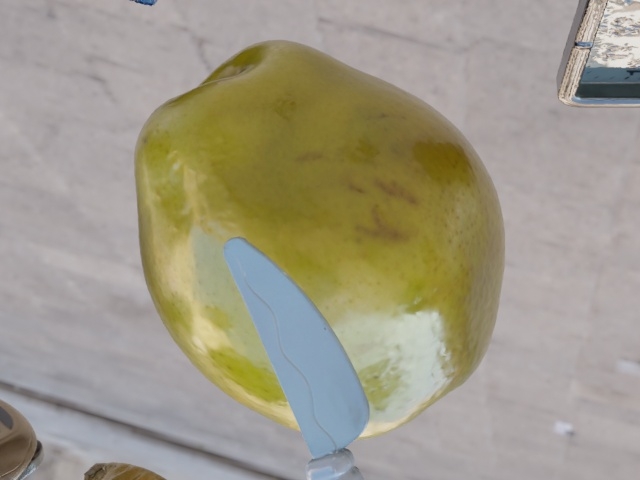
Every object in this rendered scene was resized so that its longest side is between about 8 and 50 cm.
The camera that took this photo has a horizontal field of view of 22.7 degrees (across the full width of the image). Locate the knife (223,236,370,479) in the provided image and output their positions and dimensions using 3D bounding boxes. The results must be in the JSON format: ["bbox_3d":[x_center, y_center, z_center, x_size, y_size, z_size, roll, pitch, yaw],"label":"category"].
[{"bbox_3d":[0.006,0.147,1.279,0.080,0.331,0.044,-15,-172,27],"label":"knife"}]

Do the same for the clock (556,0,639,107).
[{"bbox_3d":[0.387,-0.212,1.581,0.278,0.049,0.273,0,157,-1],"label":"clock"}]

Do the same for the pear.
[{"bbox_3d":[0.000,0.000,1.614,0.418,0.362,0.362,54,156,-13],"label":"pear"}]

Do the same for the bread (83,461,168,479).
[{"bbox_3d":[-0.207,0.433,1.691,0.236,0.389,0.183,10,-151,25],"label":"bread"}]

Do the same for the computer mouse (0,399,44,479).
[{"bbox_3d":[-0.421,0.244,1.722,0.236,0.082,0.145,-19,-146,-39],"label":"computer mouse"}]

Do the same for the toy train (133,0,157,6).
[{"bbox_3d":[-0.271,-0.415,1.772,0.265,0.188,0.300,26,168,24],"label":"toy train"}]
